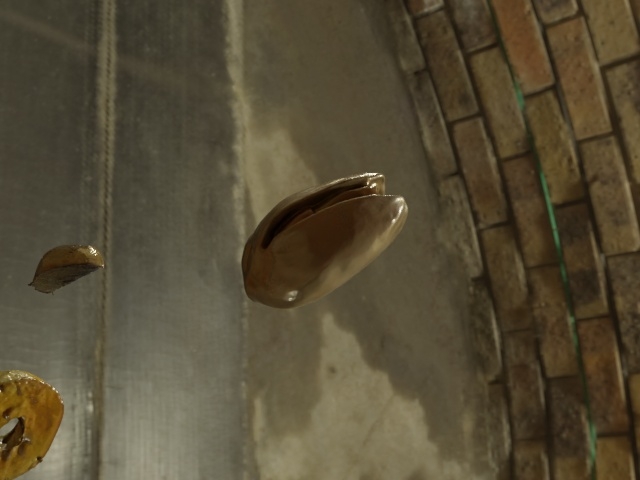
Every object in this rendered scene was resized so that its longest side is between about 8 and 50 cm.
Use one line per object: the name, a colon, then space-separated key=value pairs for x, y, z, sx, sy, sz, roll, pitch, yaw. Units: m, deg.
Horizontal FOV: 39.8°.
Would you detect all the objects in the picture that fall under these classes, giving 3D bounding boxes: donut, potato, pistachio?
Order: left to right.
donut: x=-0.456 y=0.262 z=1.269 sx=0.162 sy=0.065 sz=0.178 roll=25 pitch=98 yaw=-47
potato: x=-0.233 y=0.018 z=0.794 sx=0.037 sy=0.093 sz=0.036 roll=18 pitch=60 yaw=-41
pistachio: x=0.000 y=0.000 z=1.077 sx=0.126 sy=0.223 sz=0.152 roll=51 pitch=-3 yaw=39
